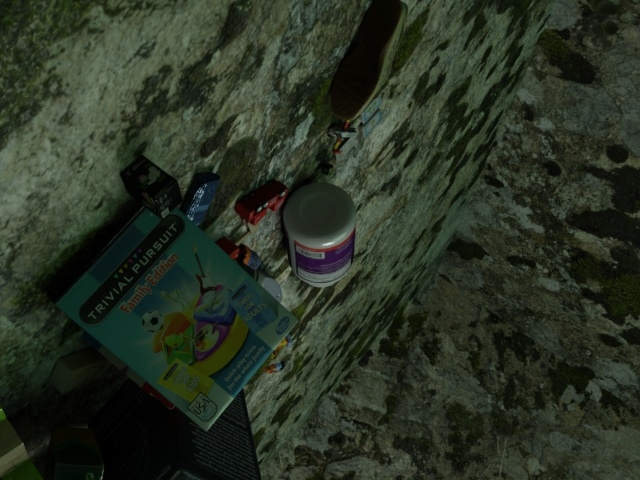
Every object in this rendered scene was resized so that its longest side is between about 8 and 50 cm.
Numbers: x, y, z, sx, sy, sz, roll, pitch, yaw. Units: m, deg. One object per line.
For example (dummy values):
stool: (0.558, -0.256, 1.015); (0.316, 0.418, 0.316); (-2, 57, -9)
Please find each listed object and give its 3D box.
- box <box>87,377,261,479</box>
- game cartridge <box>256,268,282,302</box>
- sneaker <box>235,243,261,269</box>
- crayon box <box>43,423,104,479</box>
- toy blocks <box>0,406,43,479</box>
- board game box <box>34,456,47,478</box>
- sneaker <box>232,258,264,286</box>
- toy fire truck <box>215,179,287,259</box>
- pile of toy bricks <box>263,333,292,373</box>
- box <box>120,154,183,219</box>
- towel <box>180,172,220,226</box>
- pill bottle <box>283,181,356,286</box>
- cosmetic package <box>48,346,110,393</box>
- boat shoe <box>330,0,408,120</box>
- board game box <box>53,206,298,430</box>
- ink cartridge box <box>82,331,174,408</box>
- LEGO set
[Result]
box: (-0.303, 0.446, 1.497); (0.212, 0.395, 0.293); (36, 106, -29)
game cartridge: (-0.191, 0.172, 1.974); (0.196, 0.060, 0.294); (-49, 162, -5)
sneaker: (-0.200, 0.117, 1.732); (0.087, 0.083, 0.221); (20, 100, -50)
crayon box: (-0.457, 0.462, 1.340); (0.323, 0.083, 0.203); (177, -78, -70)
toy blocks: (-0.591, 0.389, 1.151); (0.261, 0.191, 0.381); (-33, 164, -28)
board game box: (-0.563, 0.597, 1.633); (0.144, 0.142, 0.275); (-32, 151, -51)
sneaker: (-0.269, 0.142, 1.621); (0.321, 0.127, 0.126); (-42, -151, 26)
toy fire truck: (-0.156, -0.046, 1.671); (0.192, 0.047, 0.135); (-38, 156, -45)
pile of toy bricks: (-0.167, 0.334, 2.282); (0.105, 0.118, 0.212); (-5, 147, -26)
box: (-0.276, -0.087, 1.219); (0.052, 0.083, 0.062); (-46, 160, -23)
towel: (-0.235, -0.075, 1.442); (0.067, 0.029, 0.119); (-22, 143, -61)
pill bottle: (0.000, 0.000, 1.938); (0.181, 0.181, 0.323); (-48, 162, -21)
cosmetic package: (-0.458, 0.246, 1.428); (0.060, 0.041, 0.115); (-61, 162, 21)
boat shoe: (0.117, -0.395, 1.643); (0.089, 0.104, 0.285); (-12, 134, -61)
board game box: (-0.245, 0.125, 1.295); (0.254, 0.336, 0.079); (-50, -164, -15)
ink cartridge box: (-0.316, 0.206, 1.409); (0.134, 0.231, 0.078); (-51, 163, -12)
LEGO set: (0.090, -0.273, 1.881); (0.244, 0.060, 0.182); (-48, 158, -18)
